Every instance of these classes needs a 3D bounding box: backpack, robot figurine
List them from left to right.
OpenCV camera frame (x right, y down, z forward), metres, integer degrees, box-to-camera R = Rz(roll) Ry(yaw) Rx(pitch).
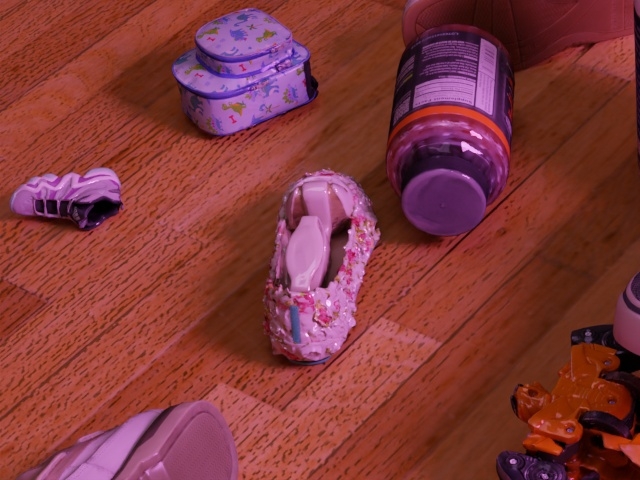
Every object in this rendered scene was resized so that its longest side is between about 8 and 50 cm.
[{"bbox_3d":[-0.076,-0.156,1.762,0.114,0.084,0.105,-29,40,-19],"label":"backpack"},{"bbox_3d":[0.265,0.154,1.302,0.291,0.085,0.211,14,43,26],"label":"robot figurine"}]

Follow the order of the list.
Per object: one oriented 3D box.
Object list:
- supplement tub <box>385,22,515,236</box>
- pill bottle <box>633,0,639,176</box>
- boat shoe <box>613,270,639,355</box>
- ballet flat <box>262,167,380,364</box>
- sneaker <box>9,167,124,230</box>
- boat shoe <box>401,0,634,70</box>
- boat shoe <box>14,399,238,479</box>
[{"bbox_3d":[0.110,-0.090,1.625,0.106,0.106,0.198,-2,40,10],"label":"supplement tub"},{"bbox_3d":[0.326,-0.154,1.529,0.153,0.264,0.153,-6,38,5],"label":"pill bottle"},{"bbox_3d":[0.295,-0.016,1.343,0.127,0.158,0.340,13,15,18],"label":"boat shoe"},{"bbox_3d":[0.000,0.000,1.556,0.091,0.077,0.241,-5,38,7],"label":"ballet flat"},{"bbox_3d":[-0.219,-0.029,1.668,0.098,0.038,0.069,-15,38,-7],"label":"sneaker"},{"bbox_3d":[0.195,-0.226,1.790,0.277,0.098,0.096,-10,37,-16],"label":"boat shoe"},{"bbox_3d":[-0.163,0.205,1.291,0.103,0.113,0.302,-14,11,28],"label":"boat shoe"}]
